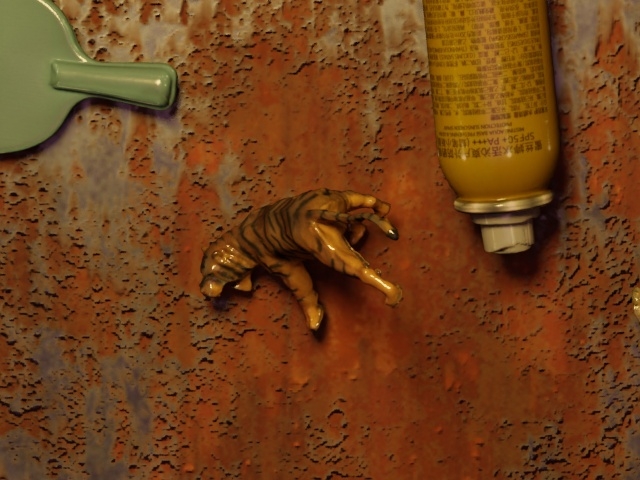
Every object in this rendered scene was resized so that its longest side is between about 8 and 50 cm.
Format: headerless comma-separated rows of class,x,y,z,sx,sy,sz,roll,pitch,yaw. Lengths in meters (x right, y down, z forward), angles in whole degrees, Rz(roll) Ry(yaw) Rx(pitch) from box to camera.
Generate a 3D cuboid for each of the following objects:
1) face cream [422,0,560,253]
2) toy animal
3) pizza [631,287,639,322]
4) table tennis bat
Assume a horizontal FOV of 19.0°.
face cream,0.139,-0.163,1.573,0.105,0.105,0.349,-6,98,4
toy animal,0.002,-0.007,1.567,0.116,0.255,0.114,25,70,-19
pizza,0.389,0.044,1.599,0.223,0.089,0.323,31,106,8
table tennis bat,-0.239,-0.145,1.636,0.237,0.038,0.149,6,98,7
